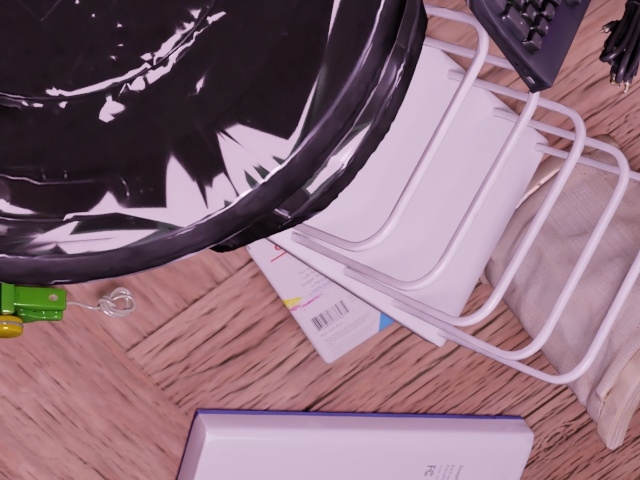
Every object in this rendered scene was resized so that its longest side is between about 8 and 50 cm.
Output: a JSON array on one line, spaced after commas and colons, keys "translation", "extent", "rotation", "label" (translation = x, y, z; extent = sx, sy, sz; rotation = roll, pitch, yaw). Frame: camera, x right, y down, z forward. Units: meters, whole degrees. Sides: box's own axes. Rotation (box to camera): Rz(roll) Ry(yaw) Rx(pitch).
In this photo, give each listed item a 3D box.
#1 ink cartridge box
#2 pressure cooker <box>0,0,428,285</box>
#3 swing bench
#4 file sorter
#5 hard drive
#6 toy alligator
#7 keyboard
[{"translation": [0.000, 0.000, 1.358], "extent": [0.104, 0.061, 0.181], "rotation": [-33, 128, -1], "label": "ink cartridge box"}, {"translation": [-0.144, -0.164, 0.985], "extent": [0.370, 0.420, 0.375], "rotation": [-14, 92, -6], "label": "pressure cooker"}, {"translation": [0.299, 0.042, 1.388], "extent": [0.255, 0.253, 0.165], "rotation": [10, 117, -28], "label": "swing bench"}, {"translation": [0.101, -0.034, 1.251], "extent": [0.278, 0.173, 0.192], "rotation": [33, 83, -43], "label": "file sorter"}, {"translation": [0.018, 0.248, 1.542], "extent": [0.319, 0.040, 0.210], "rotation": [4, 119, -25], "label": "hard drive"}, {"translation": [-0.238, 0.048, 1.303], "extent": [0.190, 0.056, 0.051], "rotation": [6, 161, -27], "label": "toy alligator"}, {"translation": [0.201, -0.234, 1.188], "extent": [0.201, 0.033, 0.317], "rotation": [47, 58, -36], "label": "keyboard"}]
